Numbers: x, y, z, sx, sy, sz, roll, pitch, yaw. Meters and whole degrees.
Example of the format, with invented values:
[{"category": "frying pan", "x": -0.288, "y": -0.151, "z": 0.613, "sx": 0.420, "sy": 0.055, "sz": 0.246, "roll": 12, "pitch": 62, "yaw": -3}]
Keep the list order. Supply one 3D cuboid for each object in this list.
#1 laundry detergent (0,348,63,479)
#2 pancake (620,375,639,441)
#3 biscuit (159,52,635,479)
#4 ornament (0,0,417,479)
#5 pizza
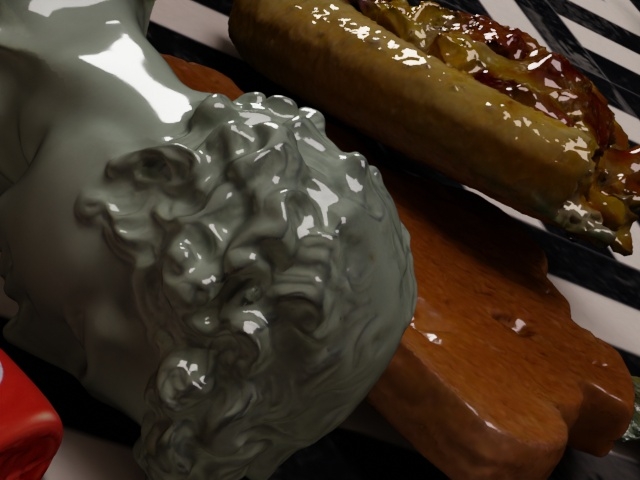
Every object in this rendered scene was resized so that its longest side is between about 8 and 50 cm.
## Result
[{"category": "laundry detergent", "x": -0.158, "y": 0.024, "z": 0.564, "sx": 0.165, "sy": 0.049, "sz": 0.097, "roll": 38, "pitch": 25, "yaw": 16}, {"category": "pancake", "x": 0.187, "y": 0.105, "z": 0.918, "sx": 0.116, "sy": 0.022, "sz": 0.129, "roll": 8, "pitch": 34, "yaw": -53}, {"category": "biscuit", "x": 0.000, "y": 0.000, "z": 0.835, "sx": 0.306, "sy": 0.043, "sz": 0.284, "roll": 32, "pitch": 19, "yaw": -5}, {"category": "ornament", "x": -0.080, "y": -0.036, "z": 0.688, "sx": 0.285, "sy": 0.130, "sz": 0.120, "roll": 46, "pitch": 11, "yaw": 27}, {"category": "pizza", "x": 0.084, "y": -0.070, "z": 0.980, "sx": 0.228, "sy": 0.081, "sz": 0.289, "roll": 22, "pitch": 7, "yaw": -39}]
